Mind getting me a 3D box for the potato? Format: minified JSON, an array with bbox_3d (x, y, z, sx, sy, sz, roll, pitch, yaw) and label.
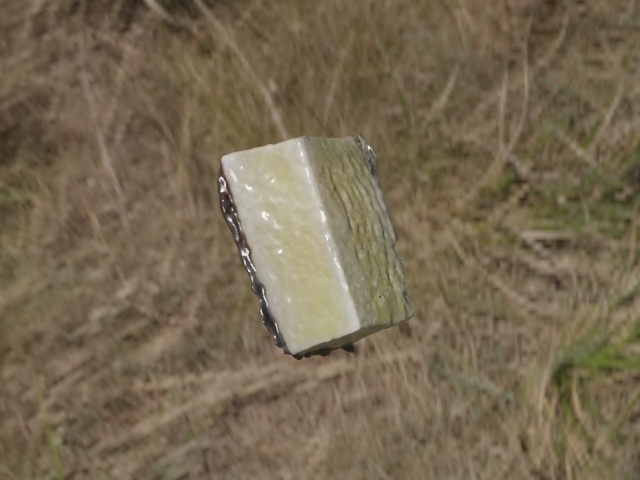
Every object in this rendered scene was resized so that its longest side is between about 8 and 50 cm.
[{"bbox_3d":[0.001,0.002,1.061,0.061,0.086,0.122,-22,83,34],"label":"potato"}]
